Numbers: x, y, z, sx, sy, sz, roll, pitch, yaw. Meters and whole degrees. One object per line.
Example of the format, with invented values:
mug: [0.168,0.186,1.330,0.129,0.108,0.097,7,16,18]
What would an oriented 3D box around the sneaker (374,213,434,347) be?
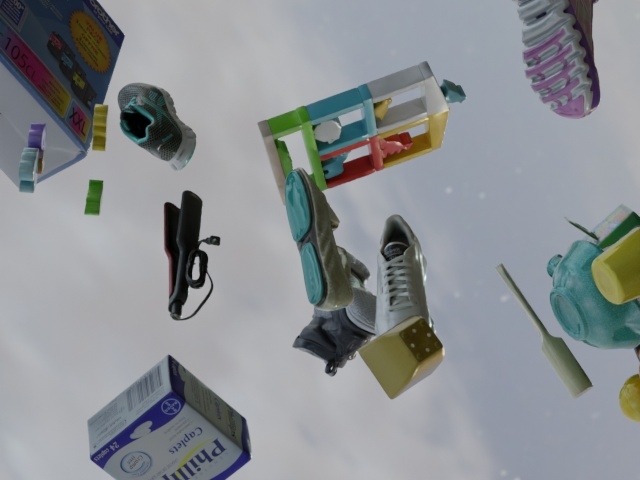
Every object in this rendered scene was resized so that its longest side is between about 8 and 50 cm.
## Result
sneaker: [0.115,0.071,2.065,0.095,0.090,0.235,76,-173,-46]

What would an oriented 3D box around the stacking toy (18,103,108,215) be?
stacking toy: [-0.335,-0.102,1.646,0.221,0.166,0.052,-99,15,-58]

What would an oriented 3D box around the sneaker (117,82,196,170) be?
sneaker: [-0.211,-0.149,1.685,0.076,0.065,0.166,20,-163,-42]

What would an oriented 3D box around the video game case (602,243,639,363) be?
video game case: [0.493,0.068,1.782,0.042,0.232,0.210,-62,-52,-77]

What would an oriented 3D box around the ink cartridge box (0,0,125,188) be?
ink cartridge box: [-0.458,-0.316,2.205,0.270,0.151,0.395,52,-154,-33]

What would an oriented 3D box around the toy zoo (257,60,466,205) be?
toy zoo: [0.067,-0.155,1.979,0.192,0.293,0.030,76,173,-61]

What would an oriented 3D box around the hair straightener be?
hair straightener: [-0.185,0.018,1.975,0.047,0.089,0.230,37,-144,-33]

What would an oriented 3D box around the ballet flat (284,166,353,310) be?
ballet flat: [0.000,0.000,1.542,0.052,0.057,0.168,2,-114,-31]

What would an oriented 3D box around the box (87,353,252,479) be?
box: [-0.166,0.219,1.555,0.137,0.126,0.072,44,-166,-30]

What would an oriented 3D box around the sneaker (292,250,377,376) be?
sneaker: [0.012,0.110,2.289,0.101,0.153,0.268,29,-163,-27]

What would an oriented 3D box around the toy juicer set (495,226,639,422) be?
toy juicer set: [0.323,0.097,1.563,0.209,0.089,0.329,64,165,-3]

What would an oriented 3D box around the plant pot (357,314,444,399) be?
plant pot: [0.115,0.144,1.844,0.081,0.083,0.081,-29,-100,-33]

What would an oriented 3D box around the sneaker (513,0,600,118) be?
sneaker: [0.270,-0.253,1.551,0.104,0.095,0.236,-19,-88,-32]

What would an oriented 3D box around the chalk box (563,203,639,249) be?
chalk box: [0.445,0.034,2.070,0.213,0.132,0.132,46,-171,-3]
